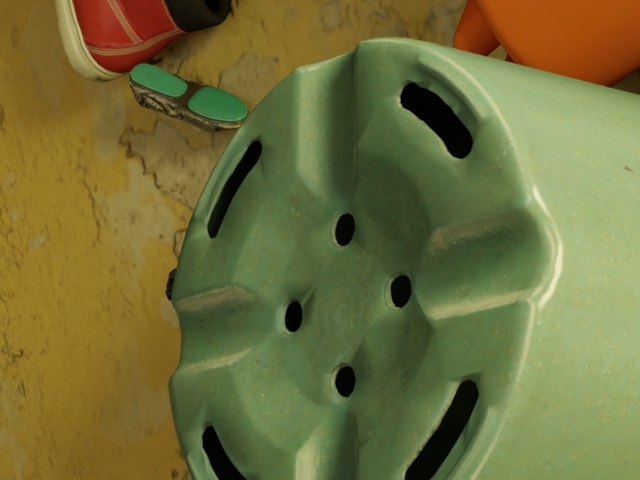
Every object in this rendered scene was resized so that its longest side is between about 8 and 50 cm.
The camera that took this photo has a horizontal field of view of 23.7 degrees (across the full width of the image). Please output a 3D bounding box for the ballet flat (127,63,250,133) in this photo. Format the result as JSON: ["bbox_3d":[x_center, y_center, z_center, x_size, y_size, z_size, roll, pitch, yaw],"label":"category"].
[{"bbox_3d":[-0.103,-0.108,1.223,0.114,0.041,0.041,24,109,22],"label":"ballet flat"}]

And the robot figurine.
[{"bbox_3d":[0.179,-0.171,0.920,0.219,0.128,0.158,-35,71,36],"label":"robot figurine"}]

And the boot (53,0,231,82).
[{"bbox_3d":[-0.156,-0.270,1.227,0.176,0.088,0.244,-21,88,39],"label":"boot"}]

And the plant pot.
[{"bbox_3d":[0.125,0.057,0.796,0.341,0.334,0.341,-16,68,45],"label":"plant pot"}]

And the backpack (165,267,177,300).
[{"bbox_3d":[0.000,0.000,1.075,0.117,0.158,0.173,38,104,23],"label":"backpack"}]
